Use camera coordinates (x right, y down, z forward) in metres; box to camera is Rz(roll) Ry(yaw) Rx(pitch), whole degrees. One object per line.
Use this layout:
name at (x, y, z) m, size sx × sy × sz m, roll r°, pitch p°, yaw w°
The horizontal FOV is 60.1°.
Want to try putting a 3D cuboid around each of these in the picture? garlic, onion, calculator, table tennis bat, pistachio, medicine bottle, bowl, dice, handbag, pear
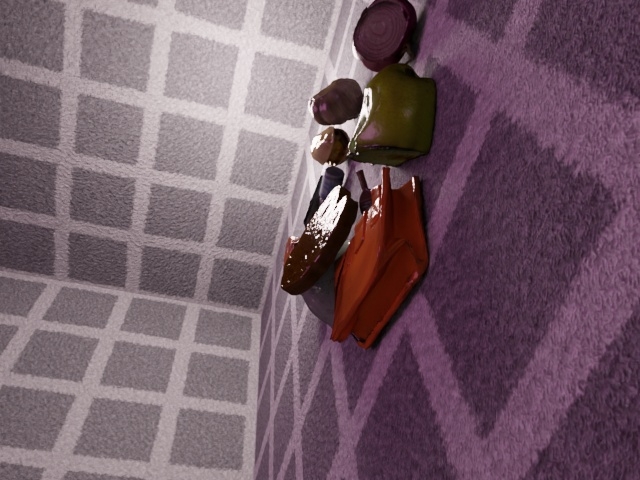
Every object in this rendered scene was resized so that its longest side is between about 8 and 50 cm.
garlic at (0.067, -0.522, 2.121) m, size 0.152 × 0.228 × 0.228 m, roll 56°, pitch -163°, yaw -32°
onion at (0.187, -0.594, 1.596) m, size 0.200 × 0.201 × 0.207 m, roll -114°, pitch 23°, yaw -72°
calculator at (-0.015, -0.128, 2.276) m, size 0.161 × 0.021 × 0.261 m, roll 71°, pitch -148°, yaw -54°
table tennis bat at (0.178, -0.131, 1.593) m, size 0.107 × 0.119 × 0.169 m, roll -18°, pitch 89°, yaw 61°
pistachio at (0.046, -0.369, 2.156) m, size 0.229 × 0.157 × 0.157 m, roll 180°, pitch 101°, yaw -73°
medicine bottle at (0.038, -0.192, 2.194) m, size 0.083 × 0.084 × 0.203 m, roll -90°, pitch 11°, yaw -48°
bowl at (0.004, 0.136, 1.867) m, size 0.313 × 0.146 × 0.313 m, roll -168°, pitch 90°, yaw -81°
dice at (-0.055, 0.082, 2.158) m, size 0.175 × 0.174 × 0.179 m, roll -161°, pitch 83°, yaw -78°
handbag at (0.133, 0.058, 1.363) m, size 0.410 × 0.116 × 0.303 m, roll 114°, pitch 166°, yaw -49°
pear at (0.177, -0.321, 1.395) m, size 0.292 × 0.159 × 0.292 m, roll -166°, pitch 90°, yaw -80°

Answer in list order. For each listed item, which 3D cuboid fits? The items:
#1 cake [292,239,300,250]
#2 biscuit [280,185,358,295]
cake at (-0.018, -0.008, 2.028) m, size 0.220 × 0.117 × 0.086 m, roll -61°, pitch 0°, yaw -10°
biscuit at (0.001, -0.004, 1.708) m, size 0.381 × 0.074 × 0.359 m, roll -61°, pitch 17°, yaw -20°
